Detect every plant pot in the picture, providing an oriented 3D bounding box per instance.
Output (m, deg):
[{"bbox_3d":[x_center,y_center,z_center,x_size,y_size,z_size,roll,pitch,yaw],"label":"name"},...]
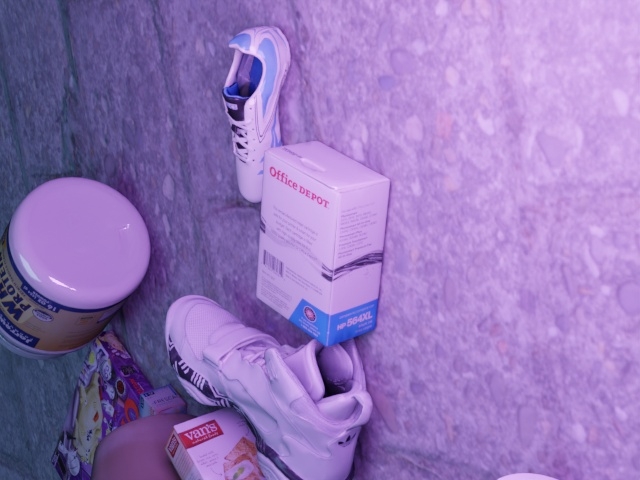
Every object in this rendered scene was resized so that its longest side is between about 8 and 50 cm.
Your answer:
[{"bbox_3d":[-0.228,0.430,1.583,0.323,0.323,0.280,116,144,-44],"label":"plant pot"}]

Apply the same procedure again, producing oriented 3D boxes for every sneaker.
[{"bbox_3d":[-0.090,-0.155,1.325,0.085,0.086,0.237,33,129,41],"label":"sneaker"},{"bbox_3d":[-0.066,0.158,1.370,0.366,0.137,0.210,46,136,27],"label":"sneaker"}]

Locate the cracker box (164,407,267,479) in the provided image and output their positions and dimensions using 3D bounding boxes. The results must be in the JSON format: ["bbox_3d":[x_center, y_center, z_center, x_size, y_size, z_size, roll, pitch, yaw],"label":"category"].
[{"bbox_3d":[-0.093,0.341,1.450,0.232,0.155,0.067,54,140,27],"label":"cracker box"}]

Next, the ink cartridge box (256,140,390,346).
[{"bbox_3d":[0.000,0.000,1.255,0.148,0.086,0.203,33,127,43],"label":"ink cartridge box"}]

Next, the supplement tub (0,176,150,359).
[{"bbox_3d":[-0.437,0.059,1.759,0.316,0.228,0.228,-44,67,51],"label":"supplement tub"}]

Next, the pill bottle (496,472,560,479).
[{"bbox_3d":[0.198,0.378,1.067,0.153,0.153,0.265,37,130,41],"label":"pill bottle"}]

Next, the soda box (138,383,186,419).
[{"bbox_3d":[-0.274,0.339,1.786,0.063,0.058,0.183,40,131,40],"label":"soda box"}]

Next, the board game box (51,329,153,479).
[{"bbox_3d":[-0.400,0.362,1.937,0.208,0.056,0.347,44,126,31],"label":"board game box"}]
